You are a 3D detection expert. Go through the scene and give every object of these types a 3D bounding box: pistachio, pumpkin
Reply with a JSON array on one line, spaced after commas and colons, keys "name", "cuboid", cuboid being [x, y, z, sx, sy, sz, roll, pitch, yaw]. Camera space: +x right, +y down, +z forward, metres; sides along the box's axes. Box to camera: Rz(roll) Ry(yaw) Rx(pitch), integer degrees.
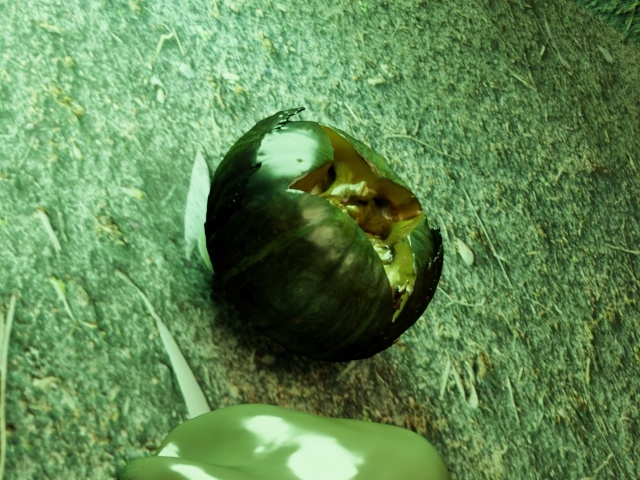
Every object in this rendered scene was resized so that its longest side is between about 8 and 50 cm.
[{"name": "pistachio", "cuboid": [-0.016, 0.295, 1.114, 0.365, 0.281, 0.445, 38, 14, 33]}, {"name": "pumpkin", "cuboid": [0.000, 0.000, 1.508, 0.320, 0.192, 0.320, 35, 34, -28]}]
